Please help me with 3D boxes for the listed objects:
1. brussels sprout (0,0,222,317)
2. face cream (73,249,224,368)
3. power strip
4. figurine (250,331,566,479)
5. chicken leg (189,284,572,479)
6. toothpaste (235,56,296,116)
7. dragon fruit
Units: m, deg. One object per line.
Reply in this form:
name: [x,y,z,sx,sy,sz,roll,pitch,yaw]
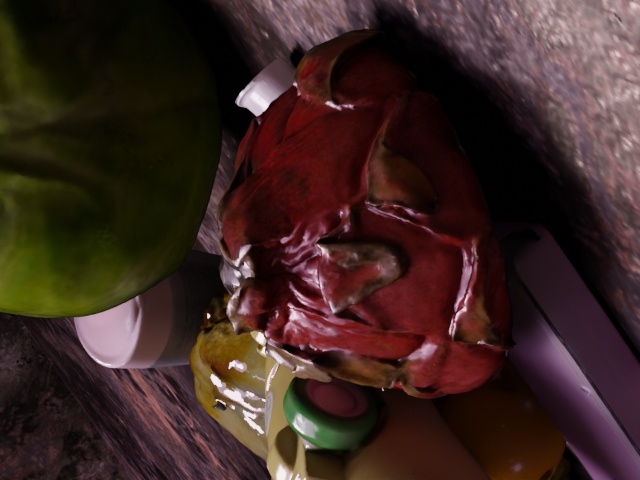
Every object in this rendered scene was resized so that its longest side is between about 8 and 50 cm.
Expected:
brussels sprout: [-0.250,-0.095,1.448,0.354,0.289,0.281,10,177,-5]
face cream: [-0.124,0.055,1.665,0.269,0.073,0.107,5,-108,-69]
power strip: [0.172,0.099,1.183,0.279,0.037,0.109,55,165,-12]
figurine: [0.063,0.118,1.263,0.324,0.222,0.124,-97,22,-55]
chicken leg: [0.048,0.138,1.501,0.429,0.153,0.201,27,165,43]
toothpaste: [0.028,-0.042,1.275,0.193,0.045,0.071,44,166,4]
dragon fruit: [0.002,0.003,1.133,0.218,0.148,0.224,167,82,-76]
